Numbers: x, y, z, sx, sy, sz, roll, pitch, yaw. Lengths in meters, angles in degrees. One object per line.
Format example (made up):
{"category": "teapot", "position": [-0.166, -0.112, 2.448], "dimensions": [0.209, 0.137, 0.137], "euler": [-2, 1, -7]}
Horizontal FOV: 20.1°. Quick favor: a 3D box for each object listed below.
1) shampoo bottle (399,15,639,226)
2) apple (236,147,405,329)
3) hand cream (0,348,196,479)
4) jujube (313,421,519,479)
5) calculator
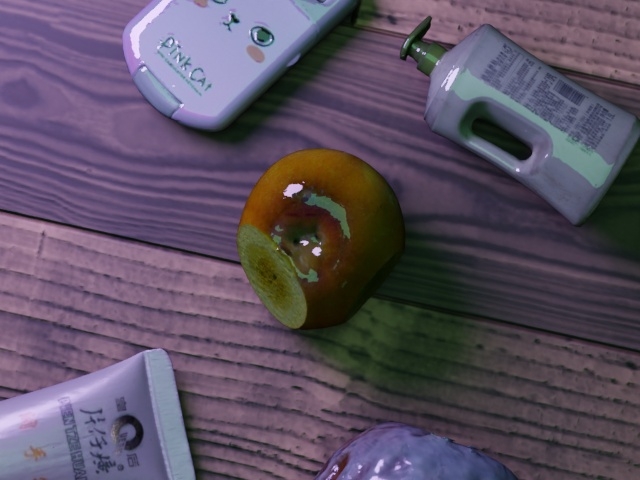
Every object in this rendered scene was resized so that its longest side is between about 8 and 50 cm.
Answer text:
{"category": "shampoo bottle", "position": [0.177, -0.123, 1.689], "dimensions": [0.234, 0.087, 0.118], "euler": [33, 85, 4]}
{"category": "apple", "position": [-0.004, -0.005, 1.649], "dimensions": [0.146, 0.147, 0.163], "euler": [41, 88, 5]}
{"category": "hand cream", "position": [-0.277, 0.204, 1.670], "dimensions": [0.314, 0.089, 0.139], "euler": [-14, 87, -9]}
{"category": "jujube", "position": [0.071, 0.326, 1.588], "dimensions": [0.246, 0.215, 0.308], "euler": [27, 82, -21]}
{"category": "calculator", "position": [-0.074, -0.215, 1.721], "dimensions": [0.246, 0.045, 0.141], "euler": [-42, 86, -4]}
